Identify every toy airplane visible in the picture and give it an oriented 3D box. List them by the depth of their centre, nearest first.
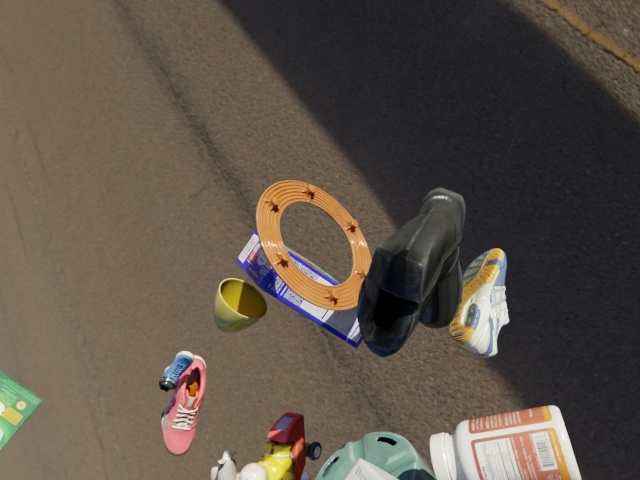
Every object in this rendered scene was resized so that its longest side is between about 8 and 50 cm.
[{"bbox_3d":[-0.161,0.767,1.585,0.386,0.272,0.384,-38,46,8],"label":"toy airplane"}]

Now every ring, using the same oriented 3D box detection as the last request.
[{"bbox_3d":[0.000,0.000,1.183,0.032,0.336,0.337,-37,63,38],"label":"ring"}]

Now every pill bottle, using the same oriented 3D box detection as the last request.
[{"bbox_3d":[0.298,0.351,0.857,0.216,0.121,0.121,-17,74,19],"label":"pill bottle"}]

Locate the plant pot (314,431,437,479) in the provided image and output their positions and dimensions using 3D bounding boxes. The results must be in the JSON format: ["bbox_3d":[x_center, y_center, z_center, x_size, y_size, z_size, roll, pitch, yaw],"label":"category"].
[{"bbox_3d":[0.162,0.621,1.112,0.341,0.341,0.334,-15,112,42],"label":"plant pot"}]

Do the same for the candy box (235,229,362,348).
[{"bbox_3d":[-0.039,0.120,1.367,0.122,0.317,0.268,-55,26,-3],"label":"candy box"}]

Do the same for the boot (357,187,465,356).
[{"bbox_3d":[0.206,0.114,1.096,0.146,0.445,0.368,4,111,20],"label":"boot"}]

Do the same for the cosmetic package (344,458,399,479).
[{"bbox_3d":[0.030,0.384,0.587,0.231,0.085,0.117,-55,24,-8],"label":"cosmetic package"}]

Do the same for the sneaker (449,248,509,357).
[{"bbox_3d":[0.434,0.163,1.359,0.111,0.131,0.297,-20,37,58],"label":"sneaker"}]

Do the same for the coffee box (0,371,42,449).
[{"bbox_3d":[-0.579,0.316,0.872,0.113,0.184,0.040,41,130,-13],"label":"coffee box"}]

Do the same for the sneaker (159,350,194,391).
[{"bbox_3d":[-0.434,0.399,1.559,0.152,0.058,0.085,-41,24,31],"label":"sneaker"}]

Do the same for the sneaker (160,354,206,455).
[{"bbox_3d":[-0.433,0.523,1.648,0.136,0.115,0.314,157,123,-68],"label":"sneaker"}]

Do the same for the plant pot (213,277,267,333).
[{"bbox_3d":[-0.214,0.174,1.291,0.095,0.134,0.134,-52,54,24],"label":"plant pot"}]
